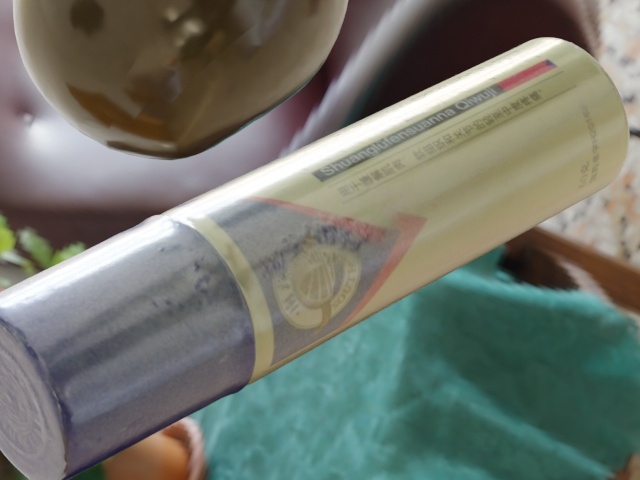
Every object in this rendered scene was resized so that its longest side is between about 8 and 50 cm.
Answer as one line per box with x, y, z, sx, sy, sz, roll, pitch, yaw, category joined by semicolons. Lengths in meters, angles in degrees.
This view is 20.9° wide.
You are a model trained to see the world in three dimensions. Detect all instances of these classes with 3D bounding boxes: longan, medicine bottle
-0.081;-0.152;1.011;0.220;0.196;0.196;-41;8;-39;longan
0.000;0.000;0.542;0.059;0.231;0.059;33;137;37;medicine bottle
